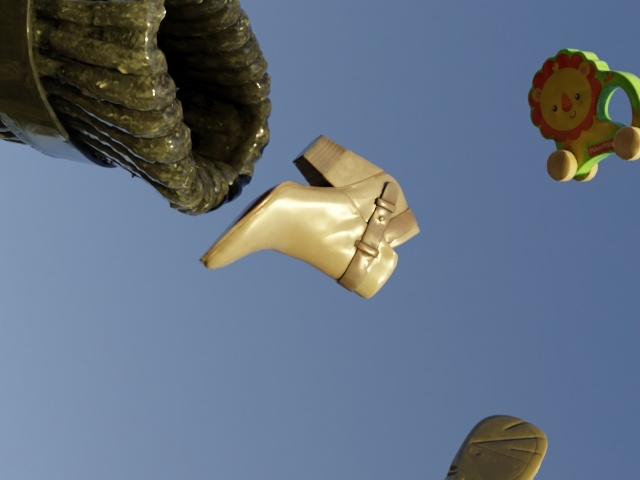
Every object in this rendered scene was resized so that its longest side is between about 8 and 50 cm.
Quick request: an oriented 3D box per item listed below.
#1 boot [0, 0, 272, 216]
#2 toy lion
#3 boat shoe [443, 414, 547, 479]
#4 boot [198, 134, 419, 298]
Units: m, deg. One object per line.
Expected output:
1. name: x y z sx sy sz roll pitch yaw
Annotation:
1. boot: -0.195 -0.124 0.609 0.260 0.348 0.131 19 -90 27
2. toy lion: 0.194 -0.095 0.864 0.100 0.034 0.096 -17 -101 51
3. boat shoe: 0.105 0.219 0.886 0.080 0.223 0.073 16 -53 27
4. boot: 0.000 0.000 0.682 0.087 0.118 0.042 47 -15 -10
